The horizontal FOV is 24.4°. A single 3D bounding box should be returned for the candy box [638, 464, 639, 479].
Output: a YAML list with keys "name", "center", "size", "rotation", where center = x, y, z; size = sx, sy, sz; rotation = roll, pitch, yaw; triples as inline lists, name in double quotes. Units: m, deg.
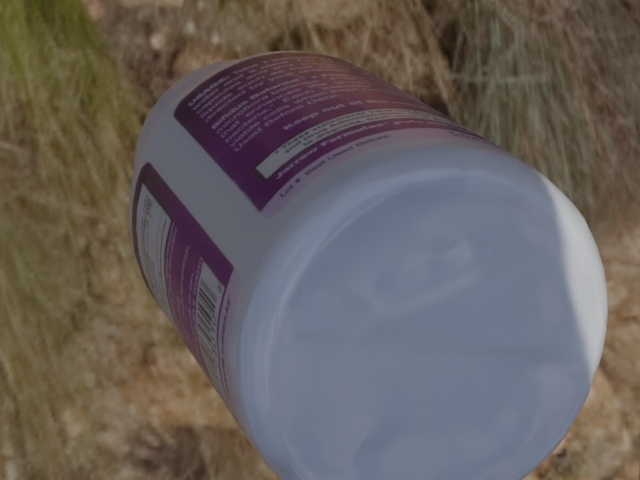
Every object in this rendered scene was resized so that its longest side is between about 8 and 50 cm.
- name: "candy box"
  center: [0.319, 0.156, 1.312]
  size: [0.053, 0.186, 0.109]
  rotation: [14, 108, 11]

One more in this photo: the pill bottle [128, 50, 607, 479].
- name: "pill bottle"
  center: [0.000, 0.000, 0.729]
  size: [0.169, 0.301, 0.169]
  rotation: [-6, 110, -18]
